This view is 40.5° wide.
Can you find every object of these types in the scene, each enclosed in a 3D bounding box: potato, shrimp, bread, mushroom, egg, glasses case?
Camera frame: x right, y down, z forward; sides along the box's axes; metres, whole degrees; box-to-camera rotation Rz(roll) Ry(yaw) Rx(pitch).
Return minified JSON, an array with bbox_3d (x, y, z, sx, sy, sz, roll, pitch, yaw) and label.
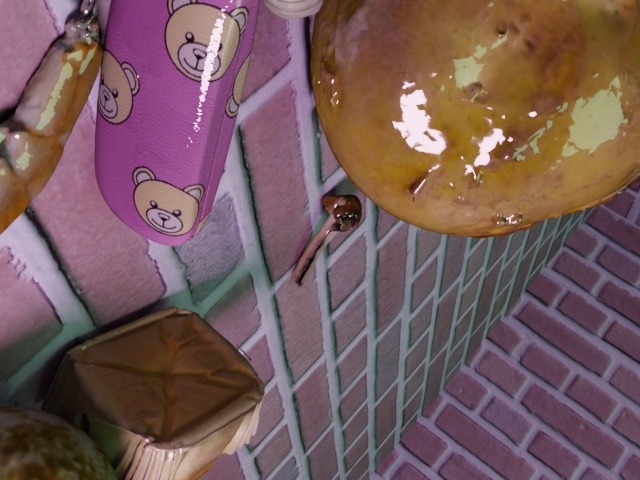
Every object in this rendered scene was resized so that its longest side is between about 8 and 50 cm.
[{"bbox_3d":[0.173,-0.223,0.907,0.319,0.385,0.442,17,97,-55],"label":"potato"},{"bbox_3d":[-0.265,-0.063,0.654,0.287,0.068,0.185,-37,154,-41],"label":"shrimp"},{"bbox_3d":[-0.188,0.190,1.011,0.210,0.192,0.109,-27,148,-50],"label":"bread"},{"bbox_3d":[0.000,0.000,1.322,0.060,0.061,0.187,-2,138,-47],"label":"mushroom"},{"bbox_3d":[-0.315,0.295,0.847,0.238,0.238,0.289,-32,159,-44],"label":"egg"},{"bbox_3d":[-0.130,-0.133,0.750,0.076,0.123,0.316,-37,153,-48],"label":"glasses case"}]

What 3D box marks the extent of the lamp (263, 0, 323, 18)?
[{"bbox_3d":[-0.030,-0.278,0.789,0.106,0.106,0.193,-48,167,-16],"label":"lamp"}]
